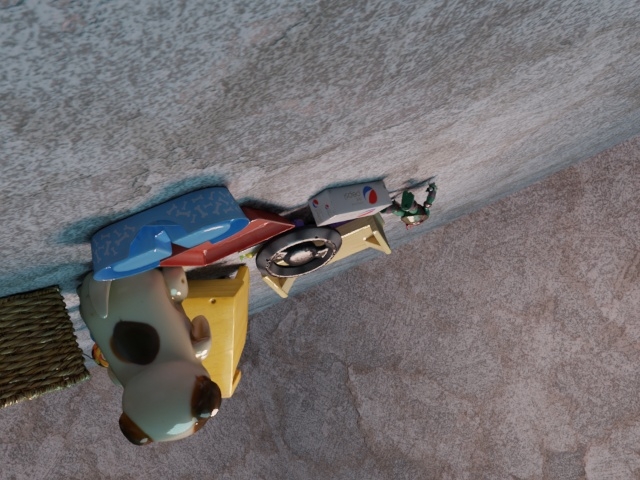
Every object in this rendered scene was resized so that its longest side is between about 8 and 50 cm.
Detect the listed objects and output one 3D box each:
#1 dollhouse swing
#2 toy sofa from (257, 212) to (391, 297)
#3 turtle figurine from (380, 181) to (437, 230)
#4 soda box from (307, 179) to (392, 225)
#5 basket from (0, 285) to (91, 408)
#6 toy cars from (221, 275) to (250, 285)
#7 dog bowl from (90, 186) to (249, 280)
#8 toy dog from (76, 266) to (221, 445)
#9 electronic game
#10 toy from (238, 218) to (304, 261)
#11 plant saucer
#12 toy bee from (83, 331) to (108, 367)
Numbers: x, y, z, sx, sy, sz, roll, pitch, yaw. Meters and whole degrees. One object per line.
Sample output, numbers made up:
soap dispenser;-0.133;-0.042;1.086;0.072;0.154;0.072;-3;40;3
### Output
dollhouse swing;-0.367;0.259;2.105;0.315;0.347;0.305;-1;-156;-12
toy sofa;0.000;0.000;1.906;0.362;0.177;0.150;-23;147;11
turtle figurine;0.267;-0.100;1.970;0.175;0.118;0.234;-26;165;28
soda box;0.075;-0.092;1.649;0.216;0.069;0.074;-14;169;-45
basket;-0.682;0.253;1.430;0.299;0.223;0.213;-15;170;-44
toy cars;-0.353;0.192;2.365;0.176;0.087;0.393;-22;172;6
dog bowl;-0.279;-0.014;1.232;0.297;0.074;0.166;-21;172;3
toy dog;-0.367;0.247;1.537;0.284;0.408;0.395;-20;172;-10
electronic game;-0.054;0.029;1.725;0.229;0.048;0.229;-15;151;-9
toy;-0.105;-0.014;1.737;0.237;0.056;0.137;-23;172;-10
plant saucer;-0.214;-0.010;1.525;0.258;0.048;0.259;-23;173;14
toy bee;-0.565;0.283;1.844;0.298;0.162;0.195;-41;-174;-10
